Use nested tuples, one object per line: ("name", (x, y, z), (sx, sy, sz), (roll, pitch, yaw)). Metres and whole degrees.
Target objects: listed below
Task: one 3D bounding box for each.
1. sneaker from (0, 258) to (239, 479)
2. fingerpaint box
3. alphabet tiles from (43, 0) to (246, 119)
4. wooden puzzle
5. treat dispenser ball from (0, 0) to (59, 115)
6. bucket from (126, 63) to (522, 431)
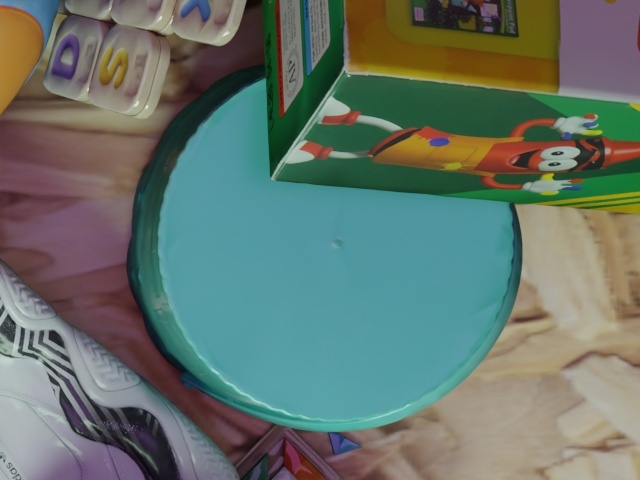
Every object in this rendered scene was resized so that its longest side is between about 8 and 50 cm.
("sneaker", (-0.249, 0.128, 1.198), (0.366, 0.137, 0.210), (41, 83, -11))
("fingerpaint box", (0.152, -0.250, 1.131), (0.371, 0.163, 0.445), (4, 67, -18))
("alphabet tiles", (-0.113, -0.226, 1.144), (0.021, 0.278, 0.284), (13, 95, -36))
("wooden puzzle", (-0.028, 0.183, 1.297), (0.078, 0.014, 0.116), (38, 86, -8))
("treat dispenser ball", (-0.312, -0.178, 1.103), (0.288, 0.288, 0.288), (0, 92, -8))
("bucket", (0.000, 0.000, 1.209), (0.281, 0.183, 0.281), (0, 92, -9))
